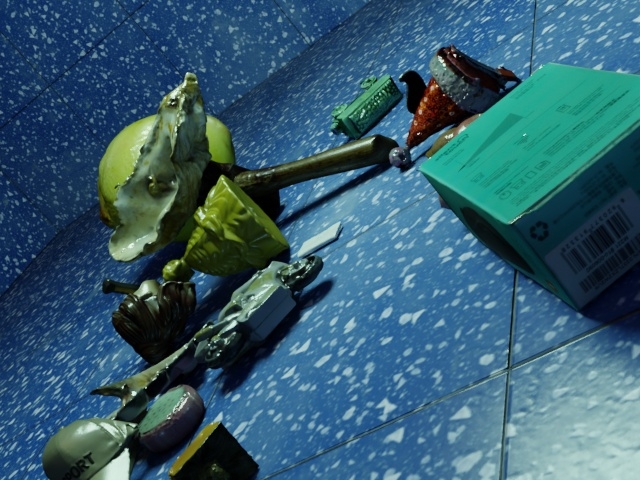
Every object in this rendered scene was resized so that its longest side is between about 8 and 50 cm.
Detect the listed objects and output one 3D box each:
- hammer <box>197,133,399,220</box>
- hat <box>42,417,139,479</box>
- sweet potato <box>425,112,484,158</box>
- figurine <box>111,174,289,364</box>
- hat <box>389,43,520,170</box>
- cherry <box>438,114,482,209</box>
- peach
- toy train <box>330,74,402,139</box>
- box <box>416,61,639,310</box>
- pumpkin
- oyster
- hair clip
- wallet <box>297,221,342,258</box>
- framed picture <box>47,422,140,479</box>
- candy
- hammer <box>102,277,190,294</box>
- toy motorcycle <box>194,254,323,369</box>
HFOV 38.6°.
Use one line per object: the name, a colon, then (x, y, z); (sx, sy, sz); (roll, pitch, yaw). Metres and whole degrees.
hammer: (-0.051, -0.118, 1.653); (0.409, 0.242, 0.095); (-11, 74, 32)
hat: (-0.307, 0.304, 1.178); (0.147, 0.085, 0.175); (-49, 26, 14)
sweet potato: (0.207, -0.139, 1.302); (0.051, 0.065, 0.218); (-69, 13, -13)
figurine: (-0.224, 0.055, 1.547); (0.315, 0.168, 0.187); (-42, 5, 3)
hat: (0.192, -0.203, 1.460); (0.140, 0.129, 0.227); (3, -47, -51)
cherry: (0.203, -0.093, 1.141); (0.087, 0.106, 0.126); (13, 88, 44)
peach: (-0.332, -0.135, 2.040); (0.316, 0.314, 0.281); (-4, 24, -20)
toy train: (0.095, -0.275, 1.875); (0.172, 0.070, 0.099); (-44, 24, -15)
box: (0.247, -0.071, 0.942); (0.205, 0.118, 0.311); (-38, 17, 0)
pumpkin: (-0.116, 0.249, 0.988); (0.083, 0.074, 0.054); (-48, 20, -26)
oyster: (-0.261, -0.115, 1.577); (0.166, 0.110, 0.341); (12, 86, 44)
hair clip: (-0.248, 0.206, 1.355); (0.257, 0.075, 0.146); (-34, -11, -42)
wallet: (0.000, 0.000, 1.475); (0.083, 0.011, 0.044); (-31, 19, 31)
framed picture: (-0.341, 0.344, 1.332); (0.203, 0.015, 0.150); (-36, 17, 14)
candy: (-0.205, 0.244, 1.246); (0.103, 0.043, 0.103); (-36, 16, 12)
hammer: (-0.302, 0.090, 1.613); (0.021, 0.201, 0.078); (39, 102, 36)
toy motorcycle: (-0.095, 0.099, 1.326); (0.225, 0.073, 0.152); (-44, 16, -17)
